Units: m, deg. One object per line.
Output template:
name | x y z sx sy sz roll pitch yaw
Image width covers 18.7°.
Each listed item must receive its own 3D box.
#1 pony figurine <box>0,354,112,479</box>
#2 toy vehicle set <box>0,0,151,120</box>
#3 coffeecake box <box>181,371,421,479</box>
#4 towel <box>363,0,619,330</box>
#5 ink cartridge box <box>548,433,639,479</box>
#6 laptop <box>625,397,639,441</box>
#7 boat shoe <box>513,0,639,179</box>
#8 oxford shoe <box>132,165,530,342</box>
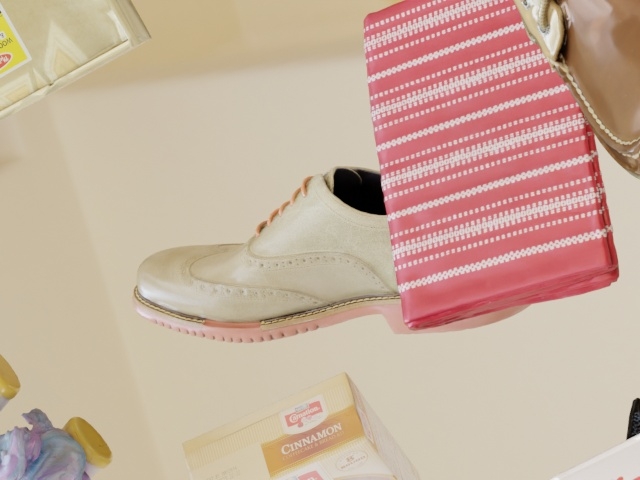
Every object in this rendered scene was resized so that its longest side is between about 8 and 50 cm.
pony figurine | -0.342 0.222 1.453 0.363 0.351 0.303 -40 163 8
toy vehicle set | -0.303 -0.188 1.704 0.267 0.166 0.035 -26 -172 18
coffeecake box | -0.005 0.199 1.535 0.142 0.185 0.068 -24 -128 8
towel | 0.131 -0.077 1.536 0.199 0.275 0.031 -17 163 33
ink cartridge box | 0.242 0.236 1.061 0.198 0.115 0.273 -33 -131 37
laptop | 0.276 0.286 1.390 0.136 0.264 0.234 -40 -152 48
boat shoe | 0.157 -0.158 1.154 0.120 0.122 0.324 23 -148 -23
oxford shoe | 0.000 0.000 1.737 0.397 0.146 0.140 -6 -158 24
